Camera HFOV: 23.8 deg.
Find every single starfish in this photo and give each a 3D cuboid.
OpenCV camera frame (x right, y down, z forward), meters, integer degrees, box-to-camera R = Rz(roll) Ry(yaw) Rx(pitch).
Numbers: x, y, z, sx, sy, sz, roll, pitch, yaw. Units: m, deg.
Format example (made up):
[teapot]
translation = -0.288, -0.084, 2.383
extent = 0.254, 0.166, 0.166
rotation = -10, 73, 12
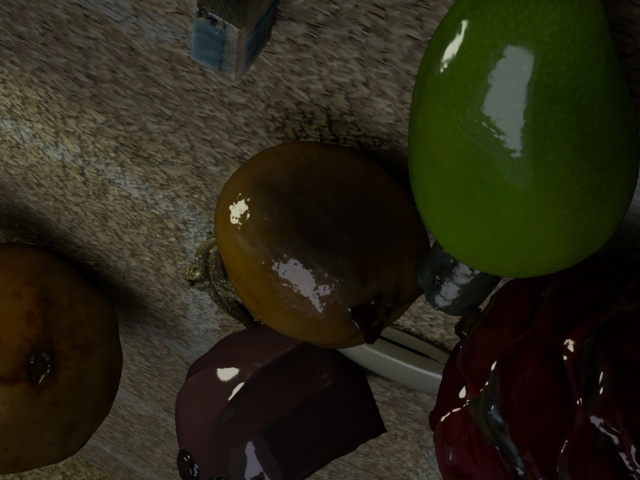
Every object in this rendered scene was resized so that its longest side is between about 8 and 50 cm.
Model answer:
[starfish]
translation = -0.117, 0.062, 2.036
extent = 0.138, 0.050, 0.247
rotation = 31, 161, -5

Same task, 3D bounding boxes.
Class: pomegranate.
[pomegranate]
translation = -0.503, 0.183, 2.382
extent = 0.410, 0.410, 0.410
rotation = 26, 157, 12

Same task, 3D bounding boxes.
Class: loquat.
[loquat]
translation = 0.000, 0.000, 1.572
extent = 0.238, 0.193, 0.238
rotation = 40, 149, 30

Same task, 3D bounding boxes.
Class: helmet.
[helmet]
translation = -0.078, 0.214, 2.066
extent = 0.338, 0.271, 0.197
rotation = 0, 111, 57

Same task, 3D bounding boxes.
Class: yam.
[yam]
translation = 0.156, -0.003, 1.448
extent = 0.078, 0.078, 0.179
rotation = 31, 132, 0

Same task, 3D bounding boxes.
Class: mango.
[mango]
translation = 0.165, -0.092, 1.211
extent = 0.192, 0.156, 0.343
rotation = 21, 152, 13

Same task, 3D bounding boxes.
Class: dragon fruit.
[dragon fruit]
translation = 0.266, 0.165, 1.436
extent = 0.329, 0.329, 0.329
rotation = 26, 157, 12

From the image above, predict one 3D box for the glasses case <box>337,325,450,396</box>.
[glasses case]
translation = 0.099, 0.148, 1.936
extent = 0.204, 0.051, 0.081
rotation = 23, 157, 19

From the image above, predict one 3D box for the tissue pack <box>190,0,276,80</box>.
[tissue pack]
translation = -0.078, -0.203, 1.393
extent = 0.059, 0.074, 0.094
rotation = 31, 155, 8
